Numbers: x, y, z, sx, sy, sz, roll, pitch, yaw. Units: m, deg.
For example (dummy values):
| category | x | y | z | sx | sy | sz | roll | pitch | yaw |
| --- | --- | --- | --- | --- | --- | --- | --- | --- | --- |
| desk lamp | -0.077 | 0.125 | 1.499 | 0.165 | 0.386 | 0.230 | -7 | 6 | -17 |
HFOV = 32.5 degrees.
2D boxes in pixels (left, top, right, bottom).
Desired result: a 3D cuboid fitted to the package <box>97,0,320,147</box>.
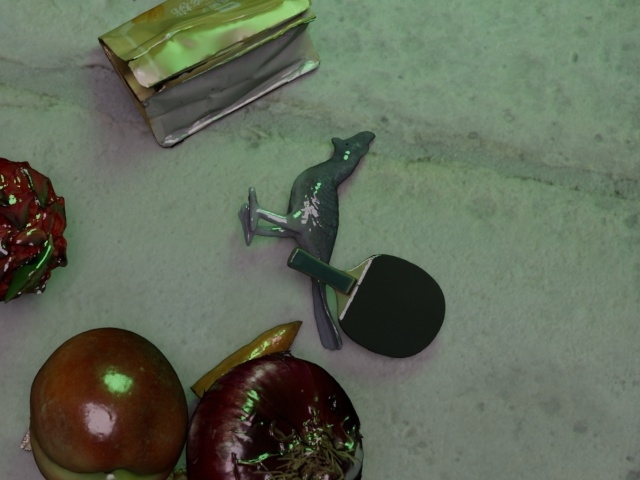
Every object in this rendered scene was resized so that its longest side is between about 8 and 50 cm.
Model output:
| category | x | y | z | sx | sy | sz | roll | pitch | yaw |
| --- | --- | --- | --- | --- | --- | --- | --- | --- | --- |
| package | -0.171 | -0.322 | 1.736 | 0.311 | 0.165 | 0.221 | -29 | 85 | -10 |

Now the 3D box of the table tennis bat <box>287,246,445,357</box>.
| category | x | y | z | sx | sy | sz | roll | pitch | yaw |
| --- | --- | --- | --- | --- | --- | --- | --- | --- | --- |
| table tennis bat | 0.072 | 0.084 | 1.714 | 0.274 | 0.021 | 0.154 | 28 | 91 | -15 |

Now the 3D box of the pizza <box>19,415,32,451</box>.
| category | x | y | z | sx | sy | sz | roll | pitch | yaw |
| --- | --- | --- | --- | --- | --- | --- | --- | --- | --- |
| pizza | -0.426 | 0.294 | 1.680 | 0.078 | 0.025 | 0.083 | -29 | 83 | -14 |

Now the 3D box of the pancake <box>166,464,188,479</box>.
| category | x | y | z | sx | sy | sz | roll | pitch | yaw |
| --- | --- | --- | --- | --- | --- | --- | --- | --- | --- |
| pancake | -0.183 | 0.441 | 1.619 | 0.266 | 0.057 | 0.244 | -6 | 58 | -39 |

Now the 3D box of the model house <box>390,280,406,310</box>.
| category | x | y | z | sx | sy | sz | roll | pitch | yaw |
| --- | --- | --- | --- | --- | --- | --- | --- | --- | --- |
| model house | 0.096 | 0.081 | 1.760 | 0.083 | 0.058 | 0.057 | 1 | 101 | -7 |

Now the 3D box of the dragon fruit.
| category | x | y | z | sx | sy | sz | roll | pitch | yaw |
| --- | --- | --- | --- | --- | --- | --- | --- | --- | --- |
| dragon fruit | -0.510 | -0.033 | 1.632 | 0.293 | 0.234 | 0.233 | 29 | 79 | 17 |

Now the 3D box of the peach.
| category | x | y | z | sx | sy | sz | roll | pitch | yaw |
| --- | --- | --- | --- | --- | --- | --- | --- | --- | --- |
| peach | -0.306 | 0.251 | 1.590 | 0.252 | 0.252 | 0.252 | 1 | 81 | -6 |

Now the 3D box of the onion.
| category | x | y | z | sx | sy | sz | roll | pitch | yaw |
| --- | --- | --- | --- | --- | --- | --- | --- | --- | --- |
| onion | -0.070 | 0.319 | 1.614 | 0.314 | 0.232 | 0.313 | 8 | 78 | -41 |

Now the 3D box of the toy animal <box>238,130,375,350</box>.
| category | x | y | z | sx | sy | sz | roll | pitch | yaw |
| --- | --- | --- | --- | --- | --- | --- | --- | --- | --- |
| toy animal | -0.030 | -0.024 | 1.740 | 0.206 | 0.081 | 0.367 | 14 | 78 | -20 |

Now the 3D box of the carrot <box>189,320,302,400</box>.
| category | x | y | z | sx | sy | sz | roll | pitch | yaw |
| --- | --- | --- | --- | --- | --- | --- | --- | --- | --- |
| carrot | -0.105 | 0.190 | 1.711 | 0.205 | 0.072 | 0.072 | -39 | 87 | -13 |
